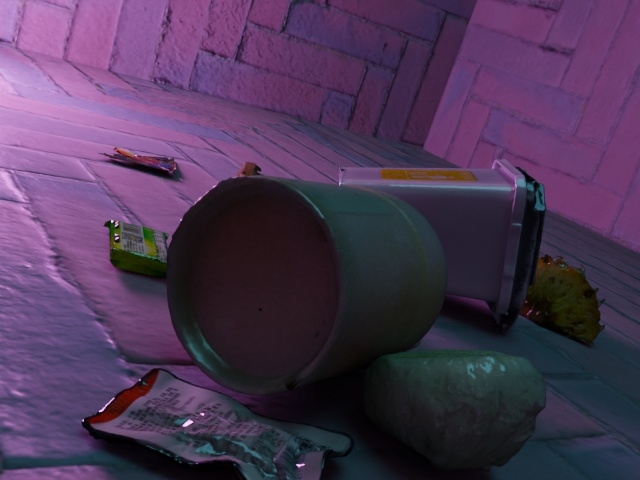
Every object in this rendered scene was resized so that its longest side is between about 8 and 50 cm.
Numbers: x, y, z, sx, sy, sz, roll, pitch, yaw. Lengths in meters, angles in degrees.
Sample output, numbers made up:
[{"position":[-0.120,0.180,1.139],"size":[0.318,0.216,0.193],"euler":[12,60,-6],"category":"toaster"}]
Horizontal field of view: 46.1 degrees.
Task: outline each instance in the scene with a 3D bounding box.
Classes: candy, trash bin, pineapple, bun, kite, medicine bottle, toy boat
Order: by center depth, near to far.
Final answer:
[{"position":[0.153,0.184,0.834],"size":[0.203,0.127,0.212],"euler":[-2,-5,34],"category":"bun"},{"position":[0.027,0.047,0.951],"size":[0.235,0.236,0.406],"euler":[27,13,28],"category":"medicine bottle"},{"position":[-0.269,0.009,1.121],"size":[0.102,0.032,0.178],"euler":[17,13,-21],"category":"candy"},{"position":[0.204,-0.004,1.394],"size":[0.367,0.296,0.256],"euler":[5,17,1],"category":"trash bin"},{"position":[0.480,0.097,1.541],"size":[0.249,0.140,0.164],"euler":[26,15,35],"category":"pineapple"},{"position":[-0.384,-0.175,1.673],"size":[0.183,0.014,0.241],"euler":[22,15,23],"category":"kite"},{"position":[-0.156,-0.140,1.738],"size":[0.072,0.064,0.206],"euler":[31,13,-10],"category":"toy boat"}]

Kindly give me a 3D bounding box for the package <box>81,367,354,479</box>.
[{"position":[-0.090,0.186,0.715],"size":[0.232,0.040,0.166],"euler":[14,11,11],"category":"package"}]

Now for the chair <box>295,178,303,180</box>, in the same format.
[{"position":[-0.018,0.042,1.192],"size":[0.145,0.221,0.140],"euler":[-35,41,-17],"category":"chair"}]

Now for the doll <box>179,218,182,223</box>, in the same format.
[{"position":[-0.149,-0.009,1.267],"size":[0.195,0.070,0.096],"euler":[17,-2,-34],"category":"doll"}]
